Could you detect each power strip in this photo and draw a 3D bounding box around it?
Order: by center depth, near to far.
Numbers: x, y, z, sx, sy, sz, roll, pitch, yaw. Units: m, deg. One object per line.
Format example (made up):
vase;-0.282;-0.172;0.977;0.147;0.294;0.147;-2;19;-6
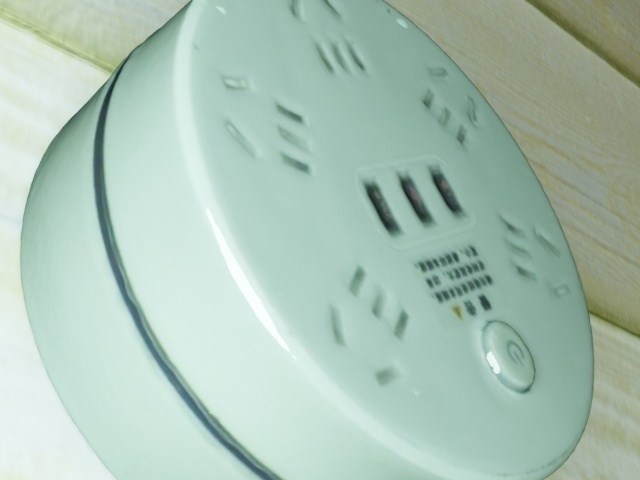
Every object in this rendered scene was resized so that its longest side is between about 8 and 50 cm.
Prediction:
power strip;0.000;0.000;0.594;0.357;0.161;0.358;29;44;-32
